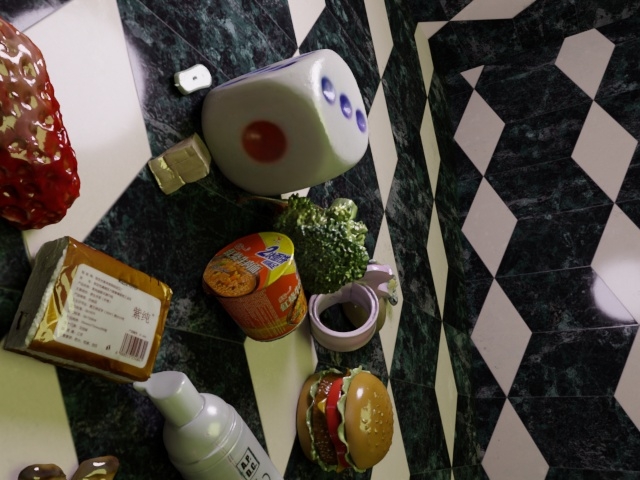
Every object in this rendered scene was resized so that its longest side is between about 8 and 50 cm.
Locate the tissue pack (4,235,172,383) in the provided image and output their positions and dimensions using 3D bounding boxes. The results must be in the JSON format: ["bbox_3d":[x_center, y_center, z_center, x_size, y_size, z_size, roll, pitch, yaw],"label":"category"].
[{"bbox_3d":[-0.360,0.118,0.815,0.226,0.092,0.183,39,48,-47],"label":"tissue pack"}]

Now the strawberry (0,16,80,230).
[{"bbox_3d":[-0.450,-0.172,0.700,0.336,0.150,0.265,61,33,-31],"label":"strawberry"}]

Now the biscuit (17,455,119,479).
[{"bbox_3d":[-0.373,0.430,0.730,0.164,0.047,0.207,25,59,-54],"label":"biscuit"}]

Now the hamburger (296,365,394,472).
[{"bbox_3d":[0.084,0.475,1.344,0.274,0.213,0.274,27,57,-54],"label":"hamburger"}]

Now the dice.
[{"bbox_3d":[-0.076,-0.288,1.221,0.276,0.305,0.304,67,29,-23],"label":"dice"}]

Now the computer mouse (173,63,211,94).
[{"bbox_3d":[-0.298,-0.365,1.150,0.110,0.032,0.055,-43,117,-45],"label":"computer mouse"}]

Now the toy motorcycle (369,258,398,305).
[{"bbox_3d":[0.237,0.144,1.868,0.229,0.074,0.151,44,42,-43],"label":"toy motorcycle"}]

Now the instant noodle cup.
[{"bbox_3d":[-0.132,0.111,1.123,0.213,0.214,0.174,-66,145,-46],"label":"instant noodle cup"}]

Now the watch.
[{"bbox_3d":[0.087,0.198,1.420,0.210,0.249,0.217,91,-3,-55],"label":"watch"}]

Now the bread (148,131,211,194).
[{"bbox_3d":[-0.299,-0.171,1.090,0.152,0.105,0.077,-114,179,-68],"label":"bread"}]

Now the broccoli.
[{"bbox_3d":[-0.011,0.005,1.244,0.235,0.288,0.259,20,84,-59],"label":"broccoli"}]

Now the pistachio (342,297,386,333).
[{"bbox_3d":[0.145,0.219,1.643,0.135,0.136,0.225,-71,145,-42],"label":"pistachio"}]

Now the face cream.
[{"bbox_3d":[-0.207,0.379,0.938,0.369,0.146,0.145,64,33,-26],"label":"face cream"}]

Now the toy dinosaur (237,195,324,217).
[{"bbox_3d":[-0.095,-0.084,1.330,0.280,0.101,0.055,-4,59,-33],"label":"toy dinosaur"}]
